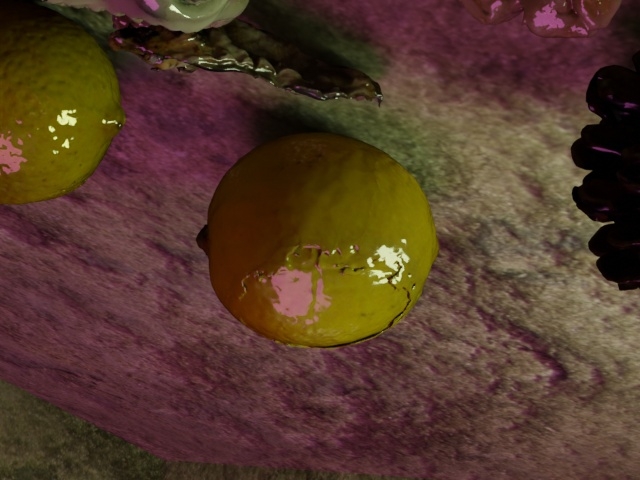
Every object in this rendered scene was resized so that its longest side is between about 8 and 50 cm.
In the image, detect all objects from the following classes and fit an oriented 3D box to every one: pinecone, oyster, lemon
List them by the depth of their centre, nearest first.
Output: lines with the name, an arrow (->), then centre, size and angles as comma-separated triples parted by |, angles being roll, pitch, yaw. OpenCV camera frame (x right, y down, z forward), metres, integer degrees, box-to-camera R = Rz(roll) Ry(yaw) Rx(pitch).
pinecone -> 0.369, -0.081, 0.967 | 0.242, 0.298, 0.296 | 46, 169, 40
oyster -> -0.069, -0.192, 1.084 | 0.345, 0.078, 0.129 | 7, -163, -38
lemon -> -0.374, -0.162, 1.210 | 0.267, 0.267, 0.267 | 12, 155, 6
lemon -> 0.000, 0.000, 1.303 | 0.297, 0.297, 0.297 | 12, 155, 6

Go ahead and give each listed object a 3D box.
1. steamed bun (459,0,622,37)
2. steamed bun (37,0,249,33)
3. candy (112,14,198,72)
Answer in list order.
steamed bun -> 0.201, -0.251, 0.880 | 0.192, 0.106, 0.177 | 7, 155, 11
steamed bun -> -0.198, -0.311, 0.824 | 0.347, 0.237, 0.394 | 20, -166, 35
candy -> -0.176, -0.240, 1.134 | 0.110, 0.085, 0.095 | 21, 167, 10
